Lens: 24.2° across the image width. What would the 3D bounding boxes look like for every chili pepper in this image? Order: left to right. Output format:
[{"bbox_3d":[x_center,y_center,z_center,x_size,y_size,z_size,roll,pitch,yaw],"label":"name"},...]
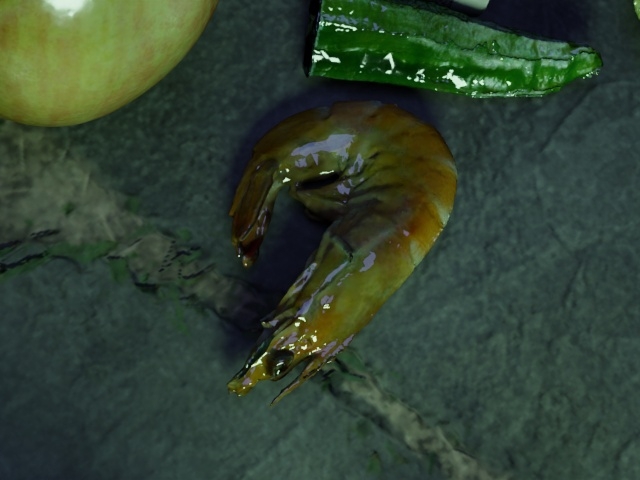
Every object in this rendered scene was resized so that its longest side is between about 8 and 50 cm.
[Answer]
[{"bbox_3d":[0.102,-0.145,1.095,0.227,0.088,0.059,6,49,-9],"label":"chili pepper"}]

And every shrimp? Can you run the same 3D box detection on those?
[{"bbox_3d":[0.000,0.000,1.036,0.150,0.068,0.248,21,62,14],"label":"shrimp"}]

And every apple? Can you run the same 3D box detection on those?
[{"bbox_3d":[-0.182,-0.207,0.995,0.257,0.234,0.257,2,67,-5],"label":"apple"}]

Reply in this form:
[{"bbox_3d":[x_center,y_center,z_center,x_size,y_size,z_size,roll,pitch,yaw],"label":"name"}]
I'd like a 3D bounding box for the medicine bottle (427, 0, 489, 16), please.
[{"bbox_3d":[0.059,-0.216,1.112,0.140,0.079,0.079,9,69,-4],"label":"medicine bottle"}]

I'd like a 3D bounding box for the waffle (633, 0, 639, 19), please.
[{"bbox_3d":[0.348,-0.179,1.151,0.223,0.054,0.204,-9,71,-9],"label":"waffle"}]
